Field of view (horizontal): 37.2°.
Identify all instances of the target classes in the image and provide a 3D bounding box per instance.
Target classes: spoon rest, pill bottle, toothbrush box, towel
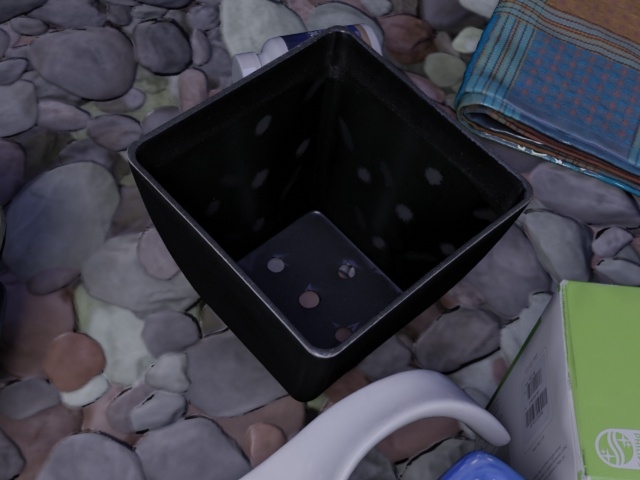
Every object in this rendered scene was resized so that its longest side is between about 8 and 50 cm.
[{"bbox_3d":[-0.017,0.173,0.554,0.276,0.084,0.137,-41,37,-9],"label":"spoon rest"},{"bbox_3d":[-0.012,-0.143,0.807,0.120,0.067,0.067,-13,59,-15],"label":"pill bottle"},{"bbox_3d":[0.256,0.136,0.576,0.283,0.206,0.122,6,56,-2],"label":"toothbrush box"},{"bbox_3d":[0.302,-0.197,0.897,0.271,0.040,0.370,23,57,7],"label":"towel"}]

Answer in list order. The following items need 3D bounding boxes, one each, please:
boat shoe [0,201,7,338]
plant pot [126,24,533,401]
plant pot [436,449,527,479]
[{"bbox_3d":[-0.315,0.173,0.522,0.186,0.156,0.501,20,69,1],"label":"boat shoe"},{"bbox_3d":[0.000,0.000,0.657,0.188,0.167,0.187,-36,68,-25],"label":"plant pot"},{"bbox_3d":[0.072,0.282,0.455,0.236,0.212,0.236,40,62,18],"label":"plant pot"}]
